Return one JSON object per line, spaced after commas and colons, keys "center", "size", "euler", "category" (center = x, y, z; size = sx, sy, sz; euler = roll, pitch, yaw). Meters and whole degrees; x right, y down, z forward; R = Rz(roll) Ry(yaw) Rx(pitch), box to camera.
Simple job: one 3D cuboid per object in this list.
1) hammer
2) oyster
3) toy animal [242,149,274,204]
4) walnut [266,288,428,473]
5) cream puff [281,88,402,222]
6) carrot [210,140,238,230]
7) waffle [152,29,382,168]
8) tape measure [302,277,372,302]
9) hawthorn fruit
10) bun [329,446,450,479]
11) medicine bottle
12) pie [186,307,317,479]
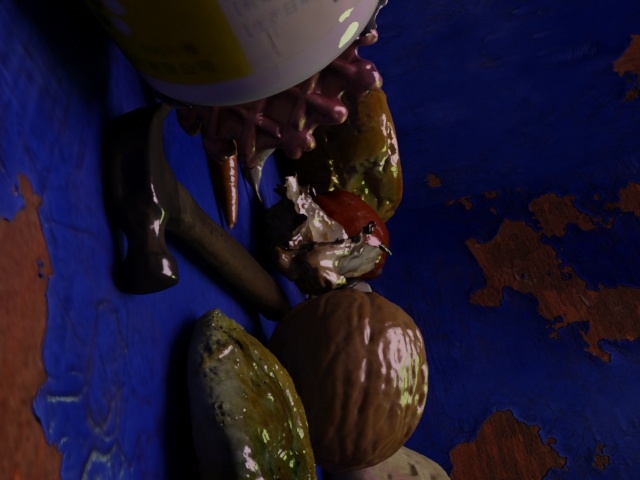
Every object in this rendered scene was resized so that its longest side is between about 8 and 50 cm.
{"center": [-0.096, 0.018, 0.701], "size": [0.440, 0.044, 0.169], "euler": [62, 17, -69], "category": "hammer"}
{"center": [0.006, 0.006, 1.003], "size": [0.133, 0.197, 0.337], "euler": [-61, -174, 6], "category": "oyster"}
{"center": [-0.074, -0.134, 1.003], "size": [0.219, 0.095, 0.155], "euler": [-52, 124, -81], "category": "toy animal"}
{"center": [0.029, 0.165, 0.844], "size": [0.213, 0.213, 0.214], "euler": [-14, 90, -84], "category": "walnut"}
{"center": [0.036, -0.174, 1.467], "size": [0.343, 0.231, 0.327], "euler": [80, 2, -80], "category": "cream puff"}
{"center": [-0.116, -0.117, 0.837], "size": [0.048, 0.048, 0.216], "euler": [35, 47, -81], "category": "carrot"}
{"center": [-0.060, -0.184, 0.637], "size": [0.055, 0.221, 0.234], "euler": [-29, 98, -77], "category": "waffle"}
{"center": [0.026, 0.158, 1.098], "size": [0.271, 0.132, 0.232], "euler": [-88, 173, -50], "category": "tape measure"}
{"center": [0.028, -0.009, 1.320], "size": [0.202, 0.185, 0.185], "euler": [59, 9, -9], "category": "hawthorn fruit"}
{"center": [0.144, 0.470, 1.107], "size": [0.361, 0.212, 0.361], "euler": [-16, 90, -84], "category": "bun"}
{"center": [-0.102, -0.271, 0.411], "size": [0.379, 0.213, 0.214], "euler": [60, 17, -52], "category": "medicine bottle"}
{"center": [-0.046, 0.191, 0.602], "size": [0.277, 0.078, 0.277], "euler": [-12, 90, -86], "category": "pie"}
